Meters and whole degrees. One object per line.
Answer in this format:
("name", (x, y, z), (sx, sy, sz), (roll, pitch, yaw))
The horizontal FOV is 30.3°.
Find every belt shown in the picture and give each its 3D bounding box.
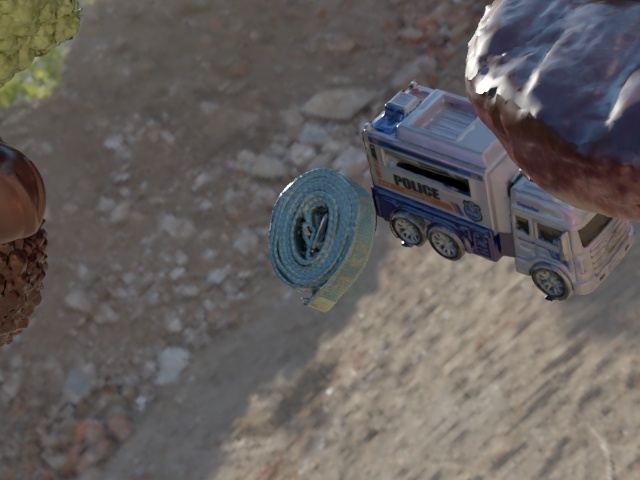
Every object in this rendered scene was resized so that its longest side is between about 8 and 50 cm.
("belt", (0.003, -0.008, 1.577), (0.163, 0.082, 0.147), (-52, 57, 7))

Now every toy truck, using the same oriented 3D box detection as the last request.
("toy truck", (0.182, -0.057, 1.215), (0.268, 0.155, 0.124), (22, 54, 36))

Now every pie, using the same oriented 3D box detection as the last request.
("pie", (0.154, -0.077, 0.397), (0.204, 0.054, 0.218), (-41, 35, -22))

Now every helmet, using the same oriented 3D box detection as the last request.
("helmet", (-0.260, -0.032, 0.990), (0.089, 0.057, 0.111), (-70, -7, -52))

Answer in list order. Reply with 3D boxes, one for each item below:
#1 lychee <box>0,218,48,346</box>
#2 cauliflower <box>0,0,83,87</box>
("lychee", (-0.455, 0.024, 1.399), (0.300, 0.264, 0.264), (-50, 8, 33))
("cauliflower", (-0.328, -0.227, 0.902), (0.272, 0.250, 0.275), (-11, -21, -6))
